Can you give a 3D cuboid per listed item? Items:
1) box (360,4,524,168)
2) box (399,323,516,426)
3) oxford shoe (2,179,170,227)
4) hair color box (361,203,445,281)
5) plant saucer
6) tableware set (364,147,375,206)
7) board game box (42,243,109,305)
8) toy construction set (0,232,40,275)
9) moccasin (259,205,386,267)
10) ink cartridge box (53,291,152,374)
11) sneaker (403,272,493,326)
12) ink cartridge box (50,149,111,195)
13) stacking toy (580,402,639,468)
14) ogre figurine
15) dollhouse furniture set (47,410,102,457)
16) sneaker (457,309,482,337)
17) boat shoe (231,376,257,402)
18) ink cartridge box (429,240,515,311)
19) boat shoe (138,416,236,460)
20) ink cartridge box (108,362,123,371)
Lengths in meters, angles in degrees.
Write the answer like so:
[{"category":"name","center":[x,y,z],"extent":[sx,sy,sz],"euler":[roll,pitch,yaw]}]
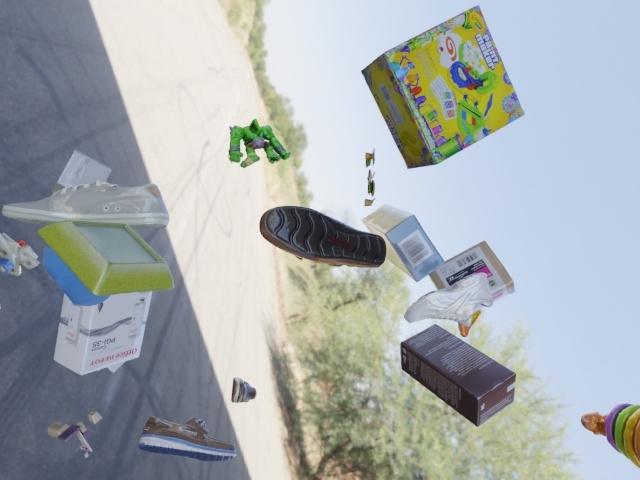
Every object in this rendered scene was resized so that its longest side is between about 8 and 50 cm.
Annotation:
[{"category":"box","center":[0.305,-0.375,1.298],"extent":[0.290,0.279,0.177],"euler":[63,-11,-10]},{"category":"box","center":[0.482,0.467,1.839],"extent":[0.381,0.191,0.143],"euler":[30,-47,52]},{"category":"oxford shoe","center":[-0.634,-0.097,1.408],"extent":[0.169,0.448,0.130],"euler":[55,34,-86]},{"category":"hair color box","center":[0.262,-0.004,1.708],"extent":[0.185,0.113,0.374],"euler":[55,-1,-11]},{"category":"plant saucer","center":[-0.377,0.020,0.937],"extent":[0.188,0.045,0.188],"euler":[38,15,22]},{"category":"tableware set","center":[0.130,-0.169,1.401],"extent":[0.104,0.024,0.154],"euler":[106,-15,-79]},{"category":"board game box","center":[-0.491,0.052,1.065],"extent":[0.169,0.133,0.033],"euler":[54,16,-5]},{"category":"toy construction set","center":[-0.692,0.064,1.024],"extent":[0.215,0.151,0.328],"euler":[36,22,-22]},{"category":"moccasin","center":[0.000,-0.003,1.370],"extent":[0.146,0.379,0.139],"euler":[-13,-107,51]},{"category":"ink cartridge box","center":[-0.576,0.192,1.388],"extent":[0.207,0.117,0.283],"euler":[-5,111,-64]},{"category":"sneaker","center":[0.324,0.170,1.279],"extent":[0.090,0.232,0.115],"euler":[38,29,-78]},{"category":"ink cartridge box","center":[-0.797,-0.194,1.705],"extent":[0.176,0.127,0.128],"euler":[-15,-128,55]},{"category":"stacking toy","center":[0.658,0.399,1.053],"extent":[0.302,0.175,0.166],"euler":[159,-58,-74]},{"category":"ogre figurine","center":[-0.186,-0.282,1.492],"extent":[0.097,0.196,0.118],"euler":[128,-55,-67]},{"category":"dollhouse furniture set","center":[-0.568,0.453,1.201],"extent":[0.091,0.114,0.081],"euler":[-43,122,-46]},{"category":"sneaker","center":[0.533,0.263,1.824],"extent":[0.064,0.067,0.175],"euler":[43,58,-32]},{"category":"boat shoe","center":[-0.290,0.574,1.963],"extent":[0.257,0.095,0.095],"euler":[116,-21,-70]},{"category":"ink cartridge box","center":[0.523,0.140,1.793],"extent":[0.193,0.234,0.088],"euler":[64,6,36]},{"category":"boat shoe","center":[-0.246,0.373,0.976],"extent":[0.066,0.183,0.066],"euler":[123,-22,-50]},{"category":"ink cartridge box","center":[-0.701,0.329,1.630],"extent":[0.198,0.067,0.115],"euler":[43,40,-2]}]
